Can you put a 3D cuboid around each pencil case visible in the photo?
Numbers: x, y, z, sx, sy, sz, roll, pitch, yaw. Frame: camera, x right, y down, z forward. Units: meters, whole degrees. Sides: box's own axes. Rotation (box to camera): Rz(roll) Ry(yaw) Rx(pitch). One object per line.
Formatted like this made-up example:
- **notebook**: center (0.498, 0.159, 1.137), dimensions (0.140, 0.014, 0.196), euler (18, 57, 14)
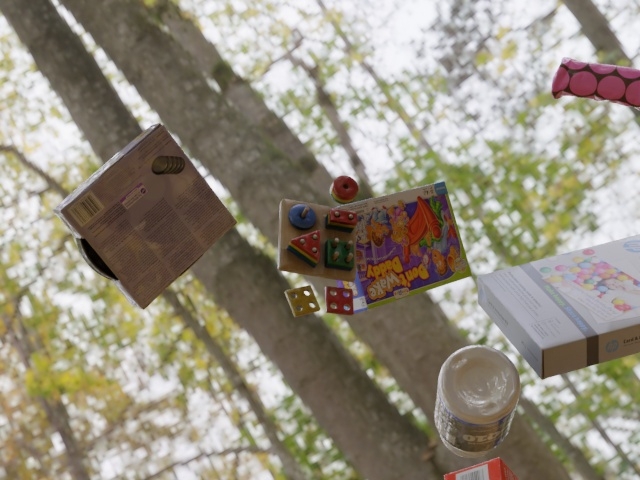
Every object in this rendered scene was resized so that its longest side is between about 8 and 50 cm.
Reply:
- **pencil case**: center (0.555, -0.296, 2.397), dimensions (0.098, 0.209, 0.095), euler (79, -151, -57)

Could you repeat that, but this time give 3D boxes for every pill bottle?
- **pill bottle**: center (0.151, 0.162, 1.210), dimensions (0.078, 0.078, 0.137), euler (-27, -25, -10)

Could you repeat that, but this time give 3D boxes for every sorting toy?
- **sorting toy**: center (0.000, 0.000, 2.041), dimensions (0.132, 0.274, 0.046), euler (10, -31, -14)

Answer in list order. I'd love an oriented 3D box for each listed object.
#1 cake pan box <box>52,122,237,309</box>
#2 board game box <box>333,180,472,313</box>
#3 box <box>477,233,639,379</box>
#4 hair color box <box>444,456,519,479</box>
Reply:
- **cake pan box**: center (-0.324, -0.042, 2.297), dimensions (0.267, 0.245, 0.070), euler (-45, 20, -18)
- **board game box**: center (0.172, 0.012, 2.791), dimensions (0.347, 0.233, 0.078), euler (-15, -2, -41)
- **box**: center (0.266, 0.060, 1.199), dimensions (0.186, 0.145, 0.038), euler (-12, -60, -13)
- **hair color box**: center (0.263, 0.395, 1.843), dimensions (0.093, 0.053, 0.167), euler (-23, -50, 21)
